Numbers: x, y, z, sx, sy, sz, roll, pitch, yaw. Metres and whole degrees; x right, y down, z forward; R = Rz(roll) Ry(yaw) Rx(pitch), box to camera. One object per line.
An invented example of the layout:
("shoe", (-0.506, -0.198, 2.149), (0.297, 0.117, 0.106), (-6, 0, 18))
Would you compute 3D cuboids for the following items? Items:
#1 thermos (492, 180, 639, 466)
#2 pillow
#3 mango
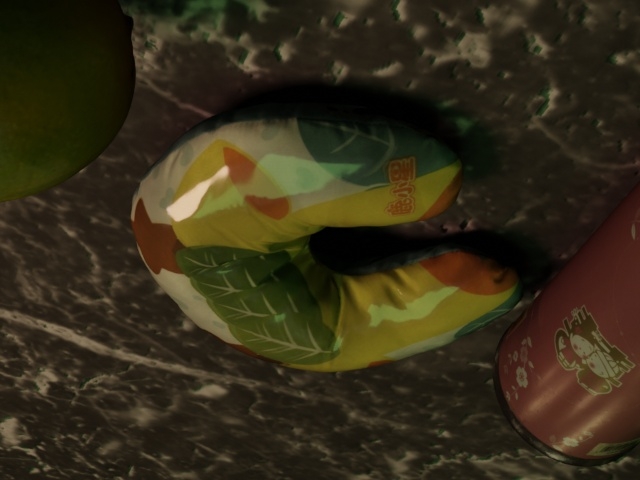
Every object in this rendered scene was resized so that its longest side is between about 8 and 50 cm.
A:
("thermos", (0.208, 0.025, 0.795), (0.109, 0.136, 0.330), (-2, 152, -20))
("pillow", (0.000, 0.000, 0.896), (0.214, 0.086, 0.233), (-11, 138, 17))
("mango", (-0.215, -0.108, 0.738), (0.251, 0.156, 0.114), (21, 167, 4))
